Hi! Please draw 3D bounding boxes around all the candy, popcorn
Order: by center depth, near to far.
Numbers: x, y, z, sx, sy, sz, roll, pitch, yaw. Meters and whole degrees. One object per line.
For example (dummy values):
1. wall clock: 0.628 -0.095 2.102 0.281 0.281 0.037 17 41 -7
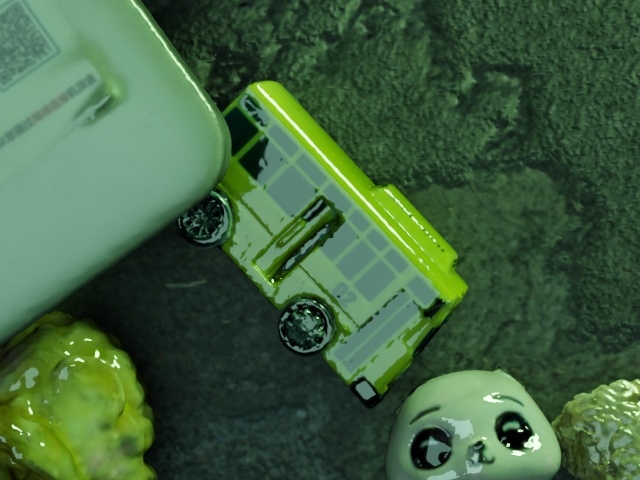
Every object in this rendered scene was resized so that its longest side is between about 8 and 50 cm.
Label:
1. popcorn: -0.246 0.184 1.395 0.259 0.259 0.212 -30 121 10
2. candy: 0.248 0.175 1.398 0.095 0.085 0.110 -22 80 1

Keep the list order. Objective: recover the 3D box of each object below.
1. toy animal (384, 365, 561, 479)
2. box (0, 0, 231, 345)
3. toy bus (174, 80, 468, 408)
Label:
1. toy animal: 0.116 0.199 1.386 0.166 0.138 0.179 -6 99 -7
2. box: -0.322 -0.105 1.295 0.396 0.111 0.397 -35 92 0
3. toy bus: 0.000 0.000 1.393 0.150 0.128 0.262 -44 87 9
